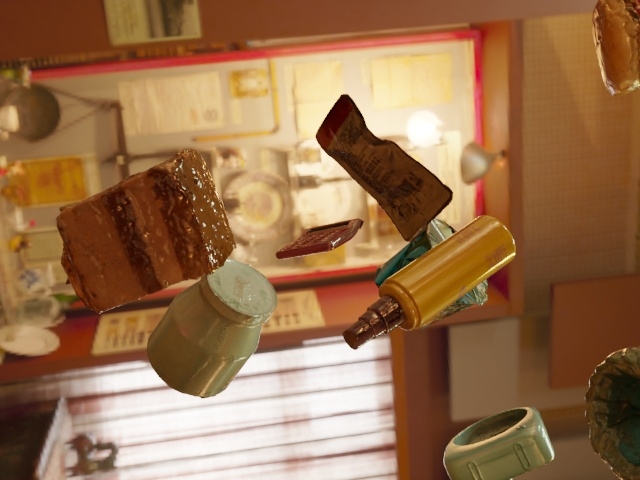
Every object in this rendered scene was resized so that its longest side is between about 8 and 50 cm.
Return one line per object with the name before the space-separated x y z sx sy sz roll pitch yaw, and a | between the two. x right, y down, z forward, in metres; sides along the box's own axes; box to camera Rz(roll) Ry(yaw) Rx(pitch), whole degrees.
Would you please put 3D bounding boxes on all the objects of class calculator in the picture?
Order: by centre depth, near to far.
calculator | 0.000 0.000 1.647 0.190 0.127 0.034 -38 116 -62

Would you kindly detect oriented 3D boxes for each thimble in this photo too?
thimble | 0.469 0.241 1.145 0.235 0.143 0.198 114 -30 -64

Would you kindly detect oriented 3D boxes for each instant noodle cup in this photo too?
instant noodle cup | 0.258 0.090 1.980 0.240 0.178 0.240 38 30 -27

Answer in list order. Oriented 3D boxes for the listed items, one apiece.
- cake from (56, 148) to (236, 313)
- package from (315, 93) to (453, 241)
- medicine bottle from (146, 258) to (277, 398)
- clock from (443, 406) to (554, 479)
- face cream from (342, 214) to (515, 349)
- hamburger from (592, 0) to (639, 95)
cake | -0.309 -0.011 1.400 0.196 0.293 0.198 -73 142 -72
package | 0.092 -0.113 1.334 0.239 0.030 0.154 44 -33 4
medicine bottle | -0.261 0.209 2.083 0.290 0.245 0.245 -52 -149 29
clock | 0.390 0.446 1.834 0.094 0.224 0.274 66 14 4
face cream | 0.143 0.062 1.136 0.078 0.273 0.078 44 -27 30
hamburger | 0.663 -0.438 1.788 0.244 0.163 0.244 47 35 -50
